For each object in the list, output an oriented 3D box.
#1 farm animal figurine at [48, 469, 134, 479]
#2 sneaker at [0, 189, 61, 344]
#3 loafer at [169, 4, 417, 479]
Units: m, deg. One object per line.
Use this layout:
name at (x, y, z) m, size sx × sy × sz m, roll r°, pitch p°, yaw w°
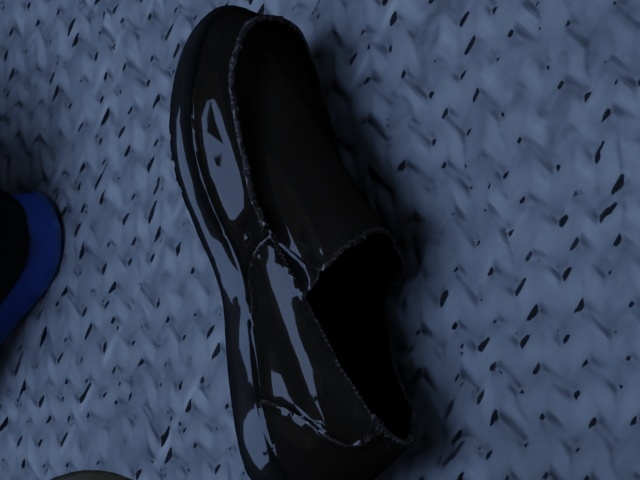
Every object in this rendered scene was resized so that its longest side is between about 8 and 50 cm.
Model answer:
farm animal figurine at (0.034, 0.224, 0.547) m, size 0.326 × 0.172 × 0.330 m, roll 1°, pitch 117°, yaw 36°
sneaker at (-0.231, 0.060, 0.947) m, size 0.081 × 0.090 × 0.232 m, roll 53°, pitch 125°, yaw 36°
loafer at (0.000, 0.000, 0.710) m, size 0.078 × 0.080 × 0.220 m, roll -21°, pitch 77°, yaw 36°
